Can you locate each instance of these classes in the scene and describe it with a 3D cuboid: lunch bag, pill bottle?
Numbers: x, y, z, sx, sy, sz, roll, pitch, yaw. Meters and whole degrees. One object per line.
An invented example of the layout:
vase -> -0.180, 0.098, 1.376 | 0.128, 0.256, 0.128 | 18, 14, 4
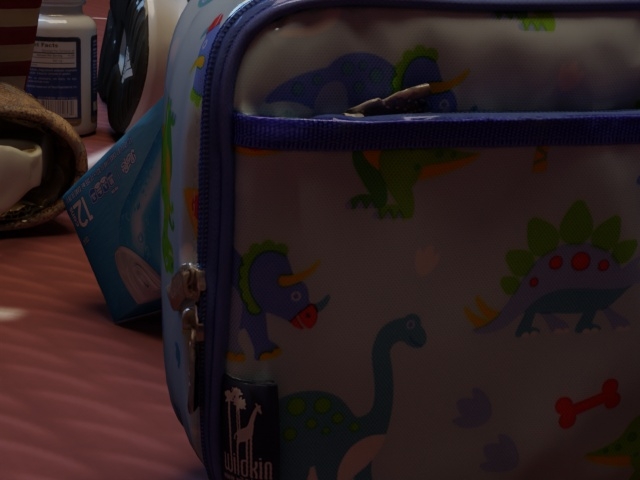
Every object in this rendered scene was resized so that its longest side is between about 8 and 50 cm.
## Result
lunch bag -> 0.060, -0.004, 0.373 | 0.219, 0.176, 0.090 | -1, 18, -17
pill bottle -> -0.213, -0.147, 0.962 | 0.067, 0.120, 0.067 | 3, 15, -1

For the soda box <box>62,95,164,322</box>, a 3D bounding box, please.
soda box -> -0.021, -0.040, 0.494 | 0.071, 0.067, 0.210 | -14, -16, -45

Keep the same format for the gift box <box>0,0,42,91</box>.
gift box -> -0.329, -0.140, 0.705 | 0.258, 0.276, 0.255 | -6, 30, -40

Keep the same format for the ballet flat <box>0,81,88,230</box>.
ballet flat -> -0.248, -0.033, 0.587 | 0.106, 0.107, 0.316 | 24, 27, 37

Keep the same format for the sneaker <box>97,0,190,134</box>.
sneaker -> -0.069, -0.184, 1.124 | 0.257, 0.169, 0.447 | 7, 22, -15
